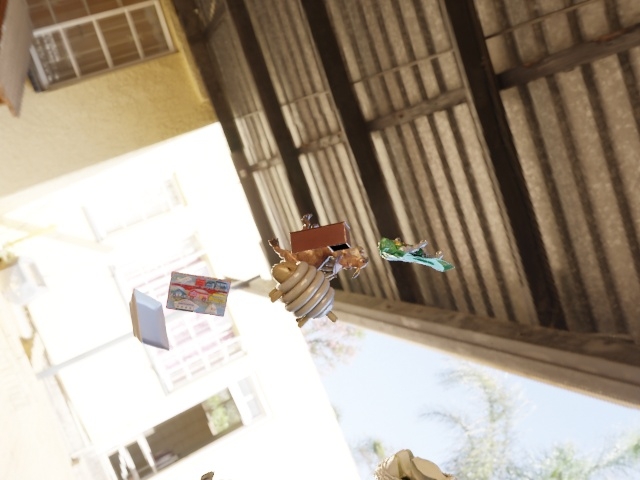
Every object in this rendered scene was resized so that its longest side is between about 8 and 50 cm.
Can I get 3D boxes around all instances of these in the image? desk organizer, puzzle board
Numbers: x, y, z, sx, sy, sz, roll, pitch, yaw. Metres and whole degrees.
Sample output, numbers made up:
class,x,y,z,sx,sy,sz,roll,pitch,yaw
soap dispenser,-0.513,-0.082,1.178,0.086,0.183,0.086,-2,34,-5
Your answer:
class,x,y,z,sx,sy,sz,roll,pitch,yaw
desk organizer,0.000,0.000,1.426,0.047,0.130,0.050,47,35,-65
puzzle board,-0.262,0.117,1.383,0.011,0.128,0.097,-99,-158,-61

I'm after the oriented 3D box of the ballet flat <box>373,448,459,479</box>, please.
class,x,y,z,sx,sy,sz,roll,pitch,yaw
ballet flat,0.288,0.694,1.927,0.408,0.146,0.147,-2,-70,61

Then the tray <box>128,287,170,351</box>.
class,x,y,z,sx,sy,sz,roll,pitch,yaw
tray,-0.459,0.219,1.724,0.270,0.030,0.145,84,-6,-76

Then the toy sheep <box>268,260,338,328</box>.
class,x,y,z,sx,sy,sz,roll,pitch,yaw
toy sheep,-0.024,0.083,1.004,0.132,0.091,0.091,44,-17,-14

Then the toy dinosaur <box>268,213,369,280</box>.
class,x,y,z,sx,sy,sz,roll,pitch,yaw
toy dinosaur,-0.031,0.057,1.822,0.295,0.127,0.201,-31,-109,33

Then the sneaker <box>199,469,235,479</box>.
class,x,y,z,sx,sy,sz,roll,pitch,yaw
sneaker,-0.290,0.608,1.385,0.236,0.322,0.130,-23,-96,26

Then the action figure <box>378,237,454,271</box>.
class,x,y,z,sx,sy,sz,roll,pitch,yaw
action figure,0.204,0.026,1.510,0.137,0.232,0.064,7,-93,38
